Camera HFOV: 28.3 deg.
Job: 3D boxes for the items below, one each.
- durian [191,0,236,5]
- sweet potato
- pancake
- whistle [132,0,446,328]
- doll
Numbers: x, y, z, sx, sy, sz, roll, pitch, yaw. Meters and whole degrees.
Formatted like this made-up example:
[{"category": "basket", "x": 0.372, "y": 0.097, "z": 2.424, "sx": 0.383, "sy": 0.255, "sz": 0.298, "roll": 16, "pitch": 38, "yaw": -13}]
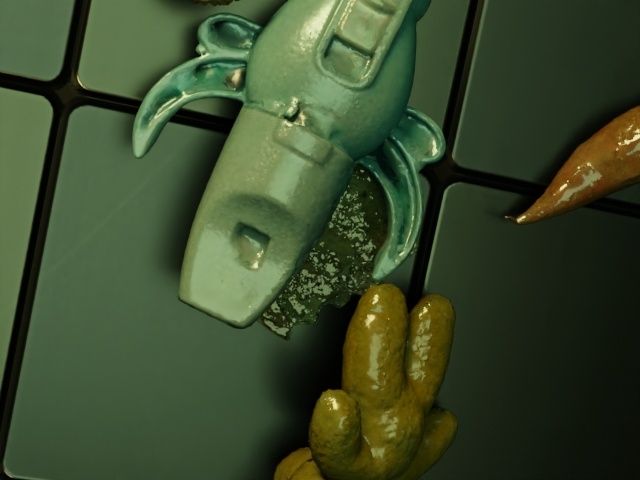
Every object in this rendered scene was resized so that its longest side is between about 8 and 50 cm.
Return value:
[{"category": "durian", "x": -0.077, "y": -0.196, "z": 0.753, "sx": 0.140, "sy": 0.071, "sz": 0.110, "roll": 21, "pitch": 84, "yaw": -6}, {"category": "sweet potato", "x": 0.207, "y": -0.059, "z": 0.846, "sx": 0.195, "sy": 0.056, "sz": 0.056, "roll": -28, "pitch": 102, "yaw": -3}, {"category": "pancake", "x": -0.003, "y": -0.005, "z": 0.818, "sx": 0.129, "sy": 0.022, "sz": 0.116, "roll": -22, "pitch": 96, "yaw": -8}, {"category": "whistle", "x": -0.004, "y": -0.076, "z": 0.765, "sx": 0.186, "sy": 0.093, "sz": 0.274, "roll": 27, "pitch": 86, "yaw": -9}, {"category": "doll", "x": 0.023, "y": 0.128, "z": 0.812, "sx": 0.137, "sy": 0.097, "sz": 0.209, "roll": 20, "pitch": 88, "yaw": -54}]
